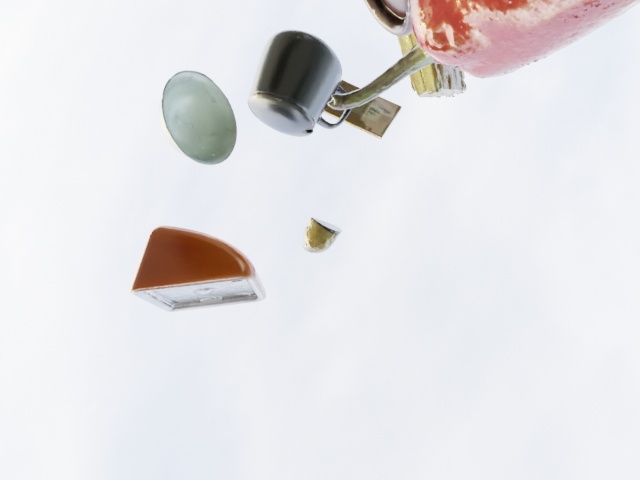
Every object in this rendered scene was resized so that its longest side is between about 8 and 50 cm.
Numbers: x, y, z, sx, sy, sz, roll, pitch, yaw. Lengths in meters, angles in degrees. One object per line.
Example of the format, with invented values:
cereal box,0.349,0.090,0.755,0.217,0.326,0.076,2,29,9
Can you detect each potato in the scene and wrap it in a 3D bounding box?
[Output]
potato,0.000,0.000,1.193,0.096,0.066,0.103,19,-72,-21

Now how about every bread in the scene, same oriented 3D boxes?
bread,0.411,-0.629,1.508,0.239,0.111,0.245,-17,-88,-41

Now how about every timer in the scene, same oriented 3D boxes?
timer,-0.258,0.084,0.978,0.250,0.257,0.161,8,-109,2

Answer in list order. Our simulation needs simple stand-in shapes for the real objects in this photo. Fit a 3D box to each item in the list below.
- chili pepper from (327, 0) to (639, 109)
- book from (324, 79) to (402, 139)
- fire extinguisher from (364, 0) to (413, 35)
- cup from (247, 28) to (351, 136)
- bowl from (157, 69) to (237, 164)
chili pepper,0.138,-0.192,0.315,0.135,0.338,0.131,32,-109,-10
book,0.100,-0.326,1.043,0.172,0.012,0.118,29,-114,11
fire extinguisher,0.197,-0.348,0.406,0.344,0.138,0.102,-35,-106,-2
cup,-0.033,-0.305,0.875,0.223,0.169,0.176,28,-105,-26
bowl,-0.445,-0.400,1.435,0.146,0.313,0.313,-5,-103,34
